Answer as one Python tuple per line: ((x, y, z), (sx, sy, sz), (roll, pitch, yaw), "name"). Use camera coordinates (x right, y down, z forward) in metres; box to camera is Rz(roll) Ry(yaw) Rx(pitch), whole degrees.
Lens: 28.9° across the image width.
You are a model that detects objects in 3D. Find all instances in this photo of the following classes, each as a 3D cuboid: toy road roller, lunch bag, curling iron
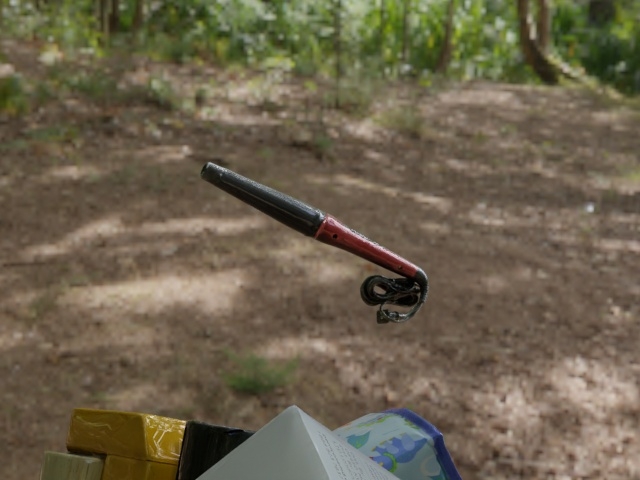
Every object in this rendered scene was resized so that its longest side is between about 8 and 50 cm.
((-0.069, 0.255, 0.989), (0.240, 0.203, 0.329), (18, -14, -38), "toy road roller")
((0.012, 0.165, 0.778), (0.128, 0.096, 0.151), (-27, 15, -13), "lunch bag")
((0.000, 0.000, 1.211), (0.274, 0.068, 0.035), (34, -22, -23), "curling iron")

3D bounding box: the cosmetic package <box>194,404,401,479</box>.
((-0.062, 0.265, 0.541), (0.284, 0.377, 0.097), (43, 13, -42), "cosmetic package")
